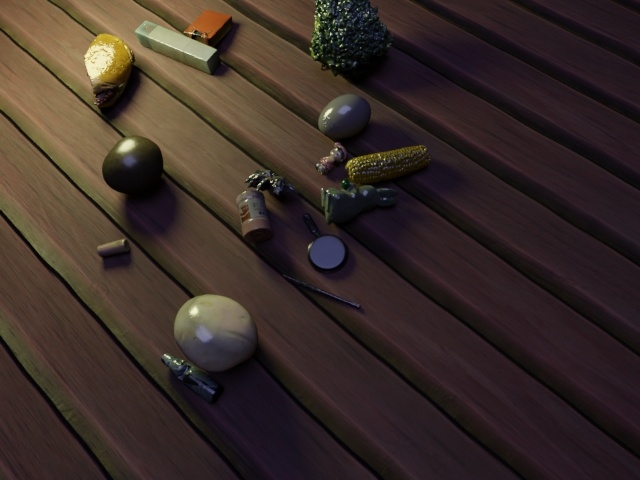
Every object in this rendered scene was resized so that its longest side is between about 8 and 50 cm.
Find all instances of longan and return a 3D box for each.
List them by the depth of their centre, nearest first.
[{"bbox_3d":[-0.642,-0.256,1.662,0.197,0.198,0.213,18,62,12],"label":"longan"}]

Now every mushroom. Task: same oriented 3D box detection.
[{"bbox_3d":[-0.303,0.277,1.385,0.245,0.203,0.246,19,28,-11],"label":"mushroom"}]

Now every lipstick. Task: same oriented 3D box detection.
[{"bbox_3d":[-0.582,-0.789,1.965,0.371,0.076,0.080,26,67,15],"label":"lipstick"}]

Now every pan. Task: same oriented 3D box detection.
[{"bbox_3d":[0.000,0.000,1.580,0.136,0.028,0.235,-27,66,-9],"label":"pan"}]

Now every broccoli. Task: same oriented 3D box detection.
[{"bbox_3d":[0.084,-0.791,1.831,0.293,0.281,0.348,-31,102,11],"label":"broccoli"}]

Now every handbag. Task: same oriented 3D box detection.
[{"bbox_3d":[-0.462,-0.877,1.995,0.127,0.063,0.190,18,55,11],"label":"handbag"}]

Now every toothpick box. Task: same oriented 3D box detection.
[{"bbox_3d":[-0.220,-0.078,1.594,0.098,0.098,0.149,-14,64,-3],"label":"toothpick box"}]

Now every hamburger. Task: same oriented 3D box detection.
[{"bbox_3d":[-0.829,-0.670,1.891,0.245,0.155,0.282,-31,71,-18],"label":"hamburger"}]

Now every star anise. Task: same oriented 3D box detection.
[{"bbox_3d":[-0.161,-0.195,1.622,0.180,0.205,0.061,11,109,-15],"label":"star anise"}]

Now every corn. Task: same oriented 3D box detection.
[{"bbox_3d":[0.225,-0.254,1.648,0.309,0.101,0.102,-10,64,-6],"label":"corn"}]

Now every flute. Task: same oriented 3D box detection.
[{"bbox_3d":[0.001,0.159,1.513,0.269,0.014,0.014,21,68,13],"label":"flute"}]

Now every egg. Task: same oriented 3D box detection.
[{"bbox_3d":[0.085,-0.440,1.716,0.198,0.146,0.147,-23,65,1],"label":"egg"}]

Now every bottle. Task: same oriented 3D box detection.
[{"bbox_3d":[-0.692,0.026,1.607,0.096,0.045,0.045,-14,65,-2],"label":"bottle"}]

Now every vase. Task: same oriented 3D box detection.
[{"bbox_3d":[-0.382,0.394,1.404,0.211,0.060,0.060,29,70,17],"label":"vase"}]

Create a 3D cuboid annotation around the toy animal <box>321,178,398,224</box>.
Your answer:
[{"bbox_3d":[0.129,-0.134,1.602,0.251,0.127,0.126,-8,52,-15],"label":"toy animal"}]

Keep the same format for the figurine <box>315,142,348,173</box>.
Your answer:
[{"bbox_3d":[0.039,-0.289,1.704,0.129,0.054,0.072,-40,54,-7],"label":"figurine"}]
